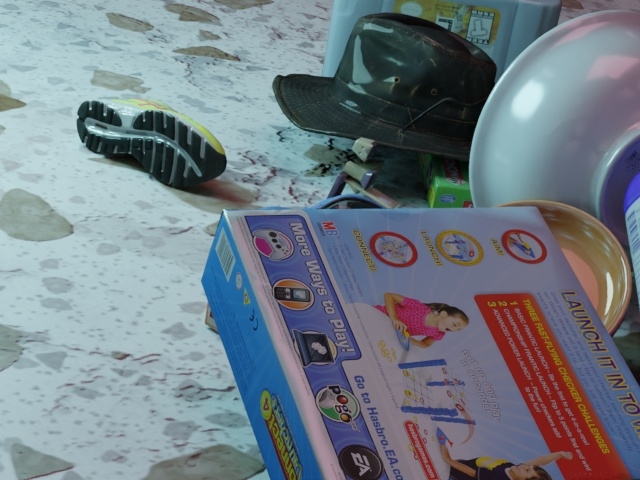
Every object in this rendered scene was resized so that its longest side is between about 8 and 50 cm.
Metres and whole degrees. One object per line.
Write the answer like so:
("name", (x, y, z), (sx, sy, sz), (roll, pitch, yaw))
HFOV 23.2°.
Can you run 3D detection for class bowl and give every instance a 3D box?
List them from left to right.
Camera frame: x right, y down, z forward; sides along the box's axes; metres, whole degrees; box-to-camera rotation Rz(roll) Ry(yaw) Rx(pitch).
("bowl", (0.314, -0.077, 1.610), (0.298, 0.298, 0.134), (-2, 24, -25))

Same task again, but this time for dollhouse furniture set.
("dollhouse furniture set", (0.077, -0.073, 1.803), (0.081, 0.091, 0.114), (32, 25, 11))

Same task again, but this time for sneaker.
("sneaker", (-0.180, -0.125, 1.801), (0.208, 0.081, 0.094), (24, 25, 31))
("sneaker", (0.000, 0.000, 1.628), (0.188, 0.067, 0.078), (-10, 51, -42))

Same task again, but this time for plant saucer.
("plant saucer", (0.201, 0.049, 1.507), (0.200, 0.037, 0.200), (-6, 52, 8))

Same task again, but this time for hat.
("hat", (0.112, -0.202, 1.905), (0.331, 0.134, 0.331), (10, 22, -4))

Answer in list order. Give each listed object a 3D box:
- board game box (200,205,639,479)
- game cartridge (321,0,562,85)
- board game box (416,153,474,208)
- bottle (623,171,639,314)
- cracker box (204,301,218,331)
("board game box", (0.091, 0.107, 1.253), (0.302, 0.086, 0.308), (-1, 45, -24))
("game cartridge", (0.156, -0.251, 2.074), (0.297, 0.198, 0.062), (8, 23, -2))
("board game box", (0.230, -0.094, 1.938), (0.213, 0.046, 0.317), (7, 24, -4))
("bottle", (0.353, 0.054, 1.443), (0.092, 0.118, 0.283), (17, 53, -27))
("cracker box", (0.029, 0.077, 1.437), (0.232, 0.067, 0.155), (27, 30, 34))
